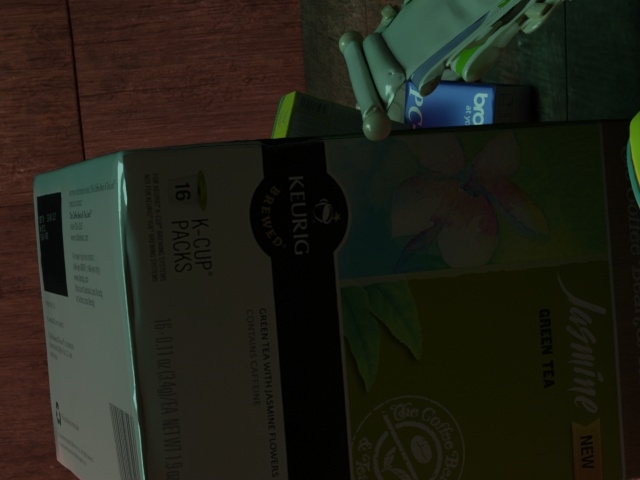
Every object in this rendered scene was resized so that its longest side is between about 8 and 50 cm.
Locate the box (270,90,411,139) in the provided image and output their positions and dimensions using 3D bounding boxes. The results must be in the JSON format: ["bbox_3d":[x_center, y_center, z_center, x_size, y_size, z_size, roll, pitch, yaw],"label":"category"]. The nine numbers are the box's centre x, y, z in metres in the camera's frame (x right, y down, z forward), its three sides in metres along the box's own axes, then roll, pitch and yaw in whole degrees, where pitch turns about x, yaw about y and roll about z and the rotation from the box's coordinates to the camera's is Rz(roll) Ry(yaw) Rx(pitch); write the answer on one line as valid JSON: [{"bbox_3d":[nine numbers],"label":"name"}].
[{"bbox_3d":[0.001,-0.017,1.096,0.043,0.105,0.179,169,115,-69],"label":"box"}]

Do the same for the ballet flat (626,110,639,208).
[{"bbox_3d":[0.194,0.019,0.569,0.077,0.077,0.231,124,143,-47],"label":"ballet flat"}]

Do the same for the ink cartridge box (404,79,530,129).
[{"bbox_3d":[0.111,-0.024,1.114,0.097,0.046,0.207,11,102,46],"label":"ink cartridge box"}]

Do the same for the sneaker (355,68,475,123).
[{"bbox_3d":[0.100,-0.020,1.238,0.110,0.118,0.292,97,166,-58],"label":"sneaker"}]

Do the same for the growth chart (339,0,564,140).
[{"bbox_3d":[0.103,-0.142,0.739,0.021,0.237,0.172,46,-160,-23],"label":"growth chart"}]

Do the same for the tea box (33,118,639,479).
[{"bbox_3d":[0.003,0.043,0.899,0.329,0.324,0.219,-178,82,-71],"label":"tea box"}]
